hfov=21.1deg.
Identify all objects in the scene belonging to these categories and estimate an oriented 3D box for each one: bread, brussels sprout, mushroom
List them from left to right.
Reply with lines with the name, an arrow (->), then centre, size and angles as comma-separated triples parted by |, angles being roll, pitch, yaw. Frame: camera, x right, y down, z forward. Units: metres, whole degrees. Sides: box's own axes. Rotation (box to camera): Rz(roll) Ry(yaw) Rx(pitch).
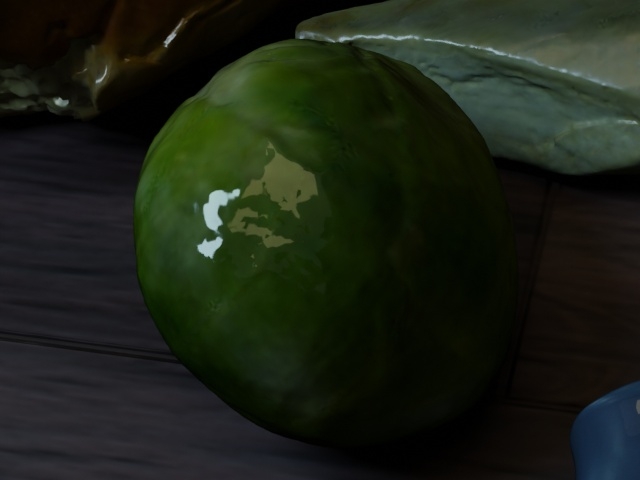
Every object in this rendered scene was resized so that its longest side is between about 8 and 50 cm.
bread -> -0.072, -0.175, 0.868 | 0.344, 0.148, 0.195 | -30, 39, -13
brussels sprout -> 0.000, -0.004, 0.704 | 0.162, 0.143, 0.180 | -15, 48, -22
mushroom -> 0.152, -0.078, 0.781 | 0.333, 0.087, 0.107 | -5, 45, 12

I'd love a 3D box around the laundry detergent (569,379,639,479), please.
laundry detergent -> 0.127, 0.119, 0.629 | 0.097, 0.061, 0.206 | 9, 52, 21
